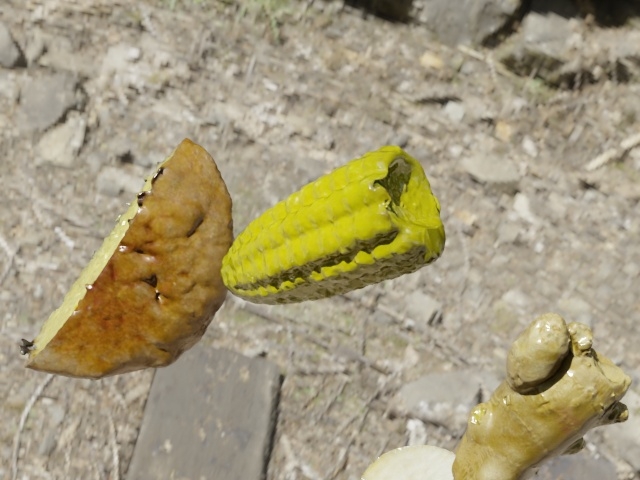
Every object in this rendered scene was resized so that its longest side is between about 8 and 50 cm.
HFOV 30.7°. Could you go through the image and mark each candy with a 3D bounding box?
[{"bbox_3d":[0.000,0.000,0.926,0.106,0.198,0.094,21,56,-47],"label":"candy"}]

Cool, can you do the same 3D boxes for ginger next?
[{"bbox_3d":[0.185,0.146,0.981,0.115,0.206,0.081,-4,42,-36],"label":"ginger"}]

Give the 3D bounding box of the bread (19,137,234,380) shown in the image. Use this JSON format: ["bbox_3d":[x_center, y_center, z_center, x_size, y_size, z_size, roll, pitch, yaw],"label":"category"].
[{"bbox_3d":[-0.159,0.038,1.115,0.134,0.260,0.129,38,4,-12],"label":"bread"}]

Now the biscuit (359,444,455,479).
[{"bbox_3d":[0.109,0.300,1.357,0.152,0.020,0.152,-11,44,11],"label":"biscuit"}]
